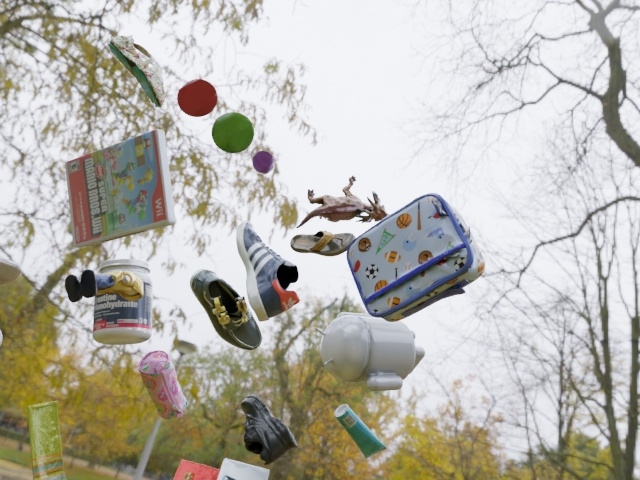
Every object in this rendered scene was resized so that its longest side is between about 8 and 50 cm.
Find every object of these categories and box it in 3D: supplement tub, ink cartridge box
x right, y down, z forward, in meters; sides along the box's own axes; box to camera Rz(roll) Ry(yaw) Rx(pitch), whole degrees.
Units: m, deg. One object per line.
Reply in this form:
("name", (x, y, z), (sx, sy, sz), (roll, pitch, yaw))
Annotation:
("supplement tub", (-0.683, 0.216, 1.820), (0.191, 0.271, 0.191), (-5, -19, -2))
("ink cartridge box", (-0.272, 0.667, 1.287), (0.239, 0.275, 0.060), (15, -57, 0))

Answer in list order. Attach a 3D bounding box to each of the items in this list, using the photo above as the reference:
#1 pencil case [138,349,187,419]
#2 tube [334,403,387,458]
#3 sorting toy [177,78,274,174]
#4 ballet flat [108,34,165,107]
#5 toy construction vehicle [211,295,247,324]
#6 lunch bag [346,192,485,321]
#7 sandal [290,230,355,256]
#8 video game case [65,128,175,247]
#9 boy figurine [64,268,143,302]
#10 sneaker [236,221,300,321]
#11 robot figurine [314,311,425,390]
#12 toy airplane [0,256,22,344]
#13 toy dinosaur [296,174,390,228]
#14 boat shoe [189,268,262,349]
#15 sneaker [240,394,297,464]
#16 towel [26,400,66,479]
("pencil case", (-0.581, 0.540, 1.945), (0.124, 0.124, 0.283), (7, -54, 19))
("tube", (0.123, 0.612, 1.672), (0.080, 0.052, 0.207), (-32, -74, 18))
("sorting toy", (-0.282, -0.332, 1.618), (0.365, 0.127, 0.126), (44, -8, 2))
("ballet flat", (-0.466, -0.457, 1.381), (0.241, 0.077, 0.091), (51, -21, 9))
("toy construction vehicle", (-0.228, 0.180, 1.327), (0.086, 0.035, 0.098), (-13, -48, -15))
("lunch bag", (0.221, 0.045, 1.225), (0.304, 0.243, 0.115), (-34, -36, 23))
("sandal", (0.000, 0.000, 1.347), (0.180, 0.072, 0.049), (2, -39, 22))
("video game case", (-0.443, -0.107, 1.142), (0.286, 0.203, 0.025), (-12, -7, 25))
("boy figurine", (-0.639, 0.139, 1.583), (0.178, 0.092, 0.285), (-16, -11, 10))
("sneaker", (-0.146, 0.070, 1.513), (0.148, 0.349, 0.131), (-19, -39, -1))
("robot figurine", (0.149, 0.337, 1.615), (0.354, 0.299, 0.199), (11, -60, -29))
("toy airplane", (-0.803, 0.155, 1.147), (0.385, 0.385, 0.272), (3, -36, 36))
("toy dinosaur", (0.074, -0.097, 1.622), (0.296, 0.200, 0.127), (-15, -61, -19))
("boat shoe", (-0.264, 0.218, 1.549), (0.099, 0.116, 0.319), (8, -43, 53))
("sneaker", (-0.192, 0.580, 1.619), (0.286, 0.130, 0.109), (19, -39, 57))
("towel", (-0.798, 0.594, 1.528), (0.021, 0.237, 0.102), (-17, -13, 17))
